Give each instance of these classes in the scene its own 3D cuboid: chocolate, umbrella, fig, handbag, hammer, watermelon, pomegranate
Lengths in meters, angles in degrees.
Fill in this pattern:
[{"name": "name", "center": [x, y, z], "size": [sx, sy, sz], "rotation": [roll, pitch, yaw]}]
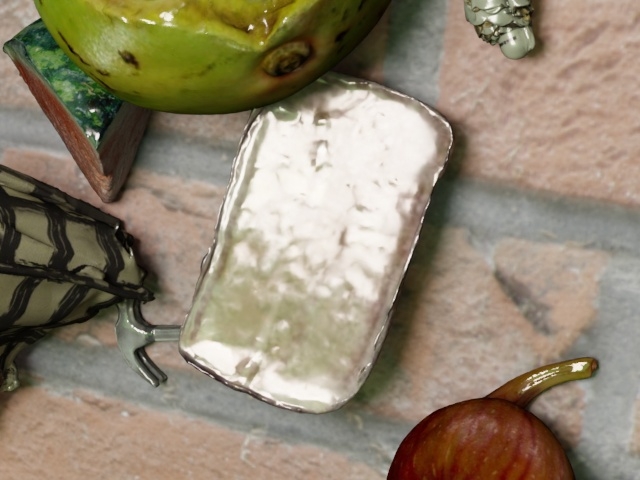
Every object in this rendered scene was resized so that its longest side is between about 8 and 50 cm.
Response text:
[{"name": "chocolate", "center": [0.000, 0.000, 0.964], "size": [0.185, 0.100, 0.303], "rotation": [22, 99, 15]}, {"name": "umbrella", "center": [0.145, -0.220, 0.890], "size": [0.067, 0.062, 0.143], "rotation": [-26, 84, 56]}, {"name": "fig", "center": [0.153, 0.201, 0.956], "size": [0.175, 0.207, 0.175], "rotation": [12, 149, 8]}, {"name": "handbag", "center": [-0.367, 0.060, 0.971], "size": [0.325, 0.327, 0.162], "rotation": [-34, 61, 22]}, {"name": "hammer", "center": [-0.089, 0.096, 1.058], "size": [0.246, 0.029, 0.103], "rotation": [-2, 102, 16]}, {"name": "watermelon", "center": [-0.240, -0.133, 1.004], "size": [0.207, 0.136, 0.202], "rotation": [14, 101, 29]}, {"name": "pomegranate", "center": [-0.087, -0.257, 0.882], "size": [0.309, 0.216, 0.358], "rotation": [-29, 59, 1]}]
